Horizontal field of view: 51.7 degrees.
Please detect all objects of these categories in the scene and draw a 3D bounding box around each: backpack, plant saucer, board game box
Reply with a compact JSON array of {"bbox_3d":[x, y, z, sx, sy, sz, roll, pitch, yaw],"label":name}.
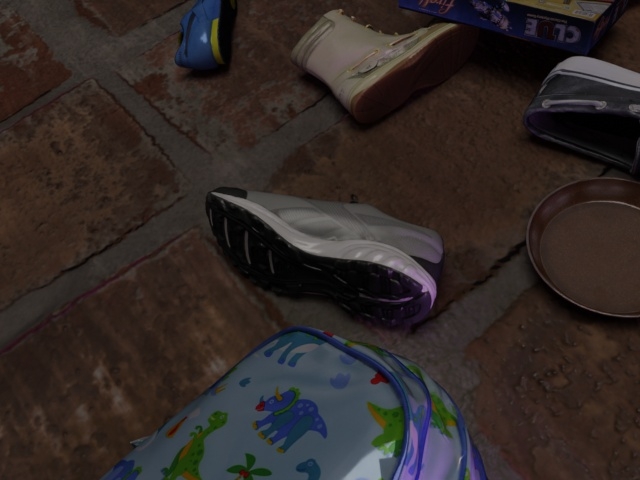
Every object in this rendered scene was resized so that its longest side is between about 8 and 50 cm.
[{"bbox_3d":[-0.036,0.231,0.442,0.355,0.273,0.290,-25,19,-23],"label":"backpack"},{"bbox_3d":[0.293,0.009,0.664,0.168,0.029,0.168,-6,54,8],"label":"plant saucer"},{"bbox_3d":[0.244,-0.309,0.825,0.243,0.042,0.165,25,47,26],"label":"board game box"}]

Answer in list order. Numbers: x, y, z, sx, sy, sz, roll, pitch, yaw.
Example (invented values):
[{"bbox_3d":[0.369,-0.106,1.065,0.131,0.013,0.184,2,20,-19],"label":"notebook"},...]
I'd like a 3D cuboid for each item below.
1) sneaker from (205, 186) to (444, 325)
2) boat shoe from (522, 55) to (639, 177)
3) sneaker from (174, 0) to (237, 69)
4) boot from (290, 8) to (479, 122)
[{"bbox_3d":[0.000,0.000,0.695,0.271,0.100,0.108,19,47,18],"label":"sneaker"},{"bbox_3d":[0.359,-0.105,0.685,0.301,0.108,0.102,28,65,29],"label":"boat shoe"},{"bbox_3d":[-0.171,-0.331,0.967,0.082,0.069,0.209,-6,54,11],"label":"sneaker"},{"bbox_3d":[0.083,-0.256,0.864,0.213,0.077,0.165,-34,54,-13],"label":"boot"}]
